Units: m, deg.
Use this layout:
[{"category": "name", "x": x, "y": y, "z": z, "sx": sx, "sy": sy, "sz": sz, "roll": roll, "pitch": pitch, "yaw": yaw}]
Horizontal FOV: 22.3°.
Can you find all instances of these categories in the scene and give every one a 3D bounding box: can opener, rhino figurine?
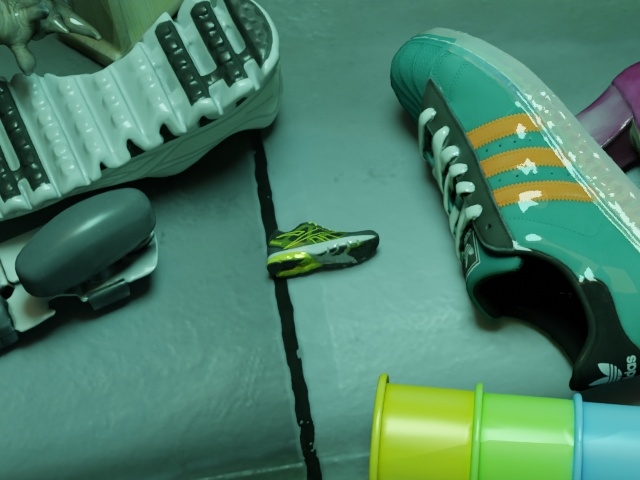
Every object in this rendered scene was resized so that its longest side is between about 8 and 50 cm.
[{"category": "can opener", "x": -0.248, "y": 0.033, "z": 1.127, "sx": 0.283, "sy": 0.095, "sz": 0.076, "roll": -23, "pitch": 59, "yaw": -8}, {"category": "rhino figurine", "x": -0.269, "y": -0.174, "z": 1.114, "sx": 0.243, "sy": 0.073, "sz": 0.106, "roll": 18, "pitch": 23, "yaw": -11}]

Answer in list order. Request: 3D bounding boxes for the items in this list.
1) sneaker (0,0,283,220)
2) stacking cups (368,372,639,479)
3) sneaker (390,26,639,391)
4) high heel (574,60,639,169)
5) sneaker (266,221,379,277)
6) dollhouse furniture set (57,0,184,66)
[{"category": "sneaker", "x": -0.158, "y": -0.075, "z": 1.176, "sx": 0.292, "sy": 0.118, "sz": 0.110, "roll": -21, "pitch": 68, "yaw": 1}, {"category": "stacking cups", "x": 0.190, "y": 0.148, "z": 1.025, "sx": 0.316, "sy": 0.096, "sz": 0.096, "roll": 6, "pitch": 60, "yaw": 5}, {"category": "sneaker", "x": 0.129, "y": -0.026, "z": 1.116, "sx": 0.121, "sy": 0.108, "sz": 0.302, "roll": -33, "pitch": 62, "yaw": -17}, {"category": "high heel", "x": 0.278, "y": -0.036, "z": 1.125, "sx": 0.117, "sy": 0.082, "sz": 0.244, "roll": -35, "pitch": 49, "yaw": -5}, {"category": "sneaker", "x": 0.000, "y": 0.000, "z": 1.158, "sx": 0.083, "sy": 0.031, "sz": 0.035, "roll": -11, "pitch": 58, "yaw": -1}, {"category": "dollhouse furniture set", "x": -0.269, "y": -0.351, "z": 1.264, "sx": 0.394, "sy": 0.256, "sz": 0.362, "roll": 31, "pitch": 65, "yaw": 22}]
